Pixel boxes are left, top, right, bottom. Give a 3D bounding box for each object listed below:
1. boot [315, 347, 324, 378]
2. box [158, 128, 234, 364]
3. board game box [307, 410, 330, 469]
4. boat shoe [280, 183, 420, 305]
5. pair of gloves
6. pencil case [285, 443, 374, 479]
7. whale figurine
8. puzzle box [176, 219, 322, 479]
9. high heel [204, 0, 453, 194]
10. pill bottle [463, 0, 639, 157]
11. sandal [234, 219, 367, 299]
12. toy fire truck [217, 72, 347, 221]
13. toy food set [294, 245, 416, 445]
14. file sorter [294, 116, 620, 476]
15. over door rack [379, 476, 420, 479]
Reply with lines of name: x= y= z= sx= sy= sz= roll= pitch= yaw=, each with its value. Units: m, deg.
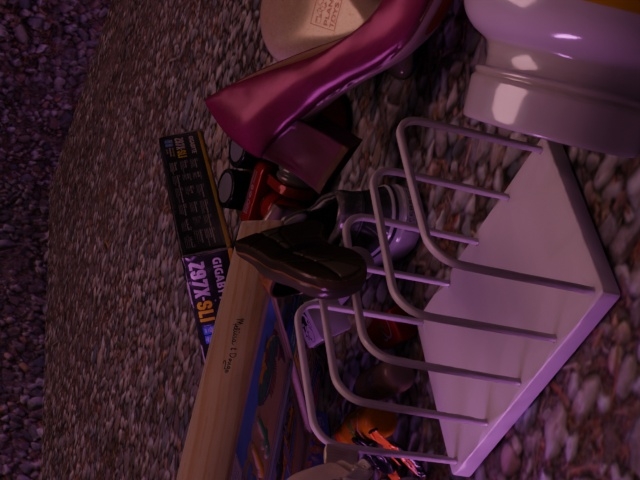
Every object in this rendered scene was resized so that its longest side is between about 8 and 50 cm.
boot: x=-0.030 y=0.125 z=1.546 sx=0.042 sy=0.118 sz=0.087 roll=-37 pitch=51 yaw=-4
box: x=-0.170 y=0.025 z=1.837 sx=0.322 sy=0.079 sz=0.257 roll=-110 pitch=11 yaw=-53
board game box: x=-0.057 y=0.412 z=1.499 sx=0.233 sy=0.078 sz=0.347 roll=125 pitch=148 yaw=-48
boat shoe: x=0.000 y=0.000 z=1.486 sx=0.335 sy=0.119 sz=0.121 roll=139 pitch=137 yaw=-58
pair of gloves: x=0.071 y=0.225 z=1.277 sx=0.010 sy=0.074 sz=0.083 roll=-50 pitch=5 yaw=-27
pencil case: x=0.095 y=0.283 z=0.937 sx=0.410 sy=0.160 sz=0.183 roll=6 pitch=88 yaw=54
whale figurine: x=0.047 y=-0.278 z=1.527 sx=0.272 sy=0.141 sz=0.216 roll=26 pitch=106 yaw=43
puzzle box: x=-0.067 y=0.212 z=1.296 sx=0.409 sy=0.052 sz=0.272 roll=-80 pitch=-16 yaw=-45
high heel: x=0.023 y=-0.245 z=1.365 sx=0.377 sy=0.181 sz=0.127 roll=-56 pitch=-6 yaw=14
pill bottle: x=0.218 y=-0.241 z=0.938 sx=0.188 sy=0.188 sz=0.333 roll=-145 pitch=67 yaw=-67
sandal: x=-0.016 y=0.027 z=1.119 sx=0.219 sy=0.090 sz=0.060 roll=-152 pitch=51 yaw=-63
toy fire truck: x=-0.042 y=-0.095 z=1.619 sx=0.246 sy=0.159 sz=0.217 roll=44 pitch=121 yaw=55
toy food set: x=0.028 y=0.107 z=1.354 sx=0.232 sy=0.111 sz=0.104 roll=63 pitch=151 yaw=6
file sorter: x=0.105 y=0.053 z=1.120 sx=0.192 sy=0.173 sz=0.277 roll=-99 pitch=28 yaw=-43
over door rack: x=0.034 y=0.425 z=1.219 sx=0.239 sy=0.108 sz=0.324 roll=128 pitch=146 yaw=-52
